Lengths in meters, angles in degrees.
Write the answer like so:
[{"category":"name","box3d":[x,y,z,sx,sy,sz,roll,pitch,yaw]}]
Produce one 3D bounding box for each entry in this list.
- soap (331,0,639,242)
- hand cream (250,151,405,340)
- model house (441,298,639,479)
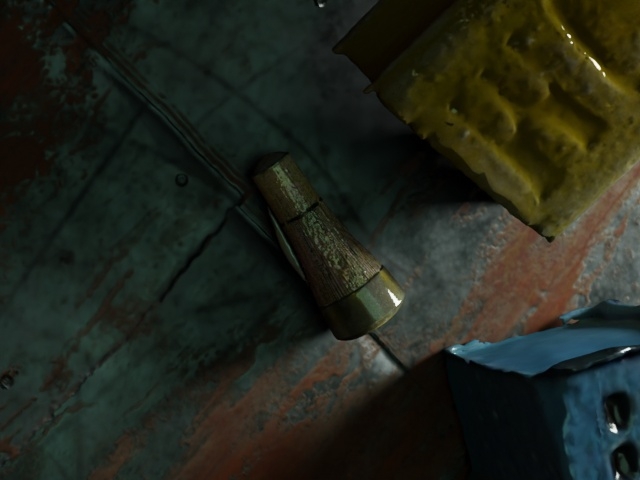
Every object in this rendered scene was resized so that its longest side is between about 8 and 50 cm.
[{"category":"soap","box3d":[0.233,-0.200,1.768,0.335,0.156,0.293,-44,121,9]},{"category":"hand cream","box3d":[0.000,0.000,1.789,0.084,0.084,0.203,-37,100,-18]},{"category":"model house","box3d":[0.277,0.228,1.827,0.215,0.237,0.303,-10,96,-23]}]
